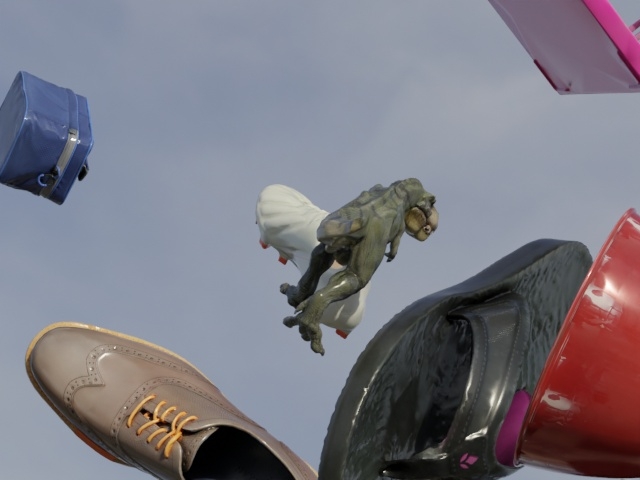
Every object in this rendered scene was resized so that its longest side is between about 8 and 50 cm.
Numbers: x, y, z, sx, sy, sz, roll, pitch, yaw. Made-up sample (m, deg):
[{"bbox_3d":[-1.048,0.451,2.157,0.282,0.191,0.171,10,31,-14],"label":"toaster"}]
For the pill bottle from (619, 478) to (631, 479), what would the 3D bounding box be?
[{"bbox_3d":[0.225,0.286,1.330,0.121,0.221,0.121,18,-5,2],"label":"pill bottle"}]

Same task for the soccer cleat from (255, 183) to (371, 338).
[{"bbox_3d":[0.000,0.000,1.523,0.068,0.196,0.076,11,-62,-25],"label":"soccer cleat"}]

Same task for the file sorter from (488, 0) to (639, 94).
[{"bbox_3d":[0.270,-0.270,1.773,0.202,0.182,0.290,52,-4,-8],"label":"file sorter"}]

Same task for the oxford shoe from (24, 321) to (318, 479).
[{"bbox_3d":[-0.144,0.184,1.916,0.363,0.130,0.133,29,-11,9],"label":"oxford shoe"}]

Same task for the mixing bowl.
[{"bbox_3d":[0.203,0.081,1.203,0.098,0.181,0.181,25,-22,15],"label":"mixing bowl"}]

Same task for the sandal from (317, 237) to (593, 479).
[{"bbox_3d":[0.143,0.112,1.577,0.107,0.445,0.168,8,-63,33],"label":"sandal"}]

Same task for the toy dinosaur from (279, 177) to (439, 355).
[{"bbox_3d":[0.017,0.011,1.342,0.064,0.118,0.268,36,13,7],"label":"toy dinosaur"}]

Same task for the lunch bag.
[{"bbox_3d":[-0.202,-0.073,1.409,0.065,0.098,0.067,19,-62,-23],"label":"lunch bag"}]
